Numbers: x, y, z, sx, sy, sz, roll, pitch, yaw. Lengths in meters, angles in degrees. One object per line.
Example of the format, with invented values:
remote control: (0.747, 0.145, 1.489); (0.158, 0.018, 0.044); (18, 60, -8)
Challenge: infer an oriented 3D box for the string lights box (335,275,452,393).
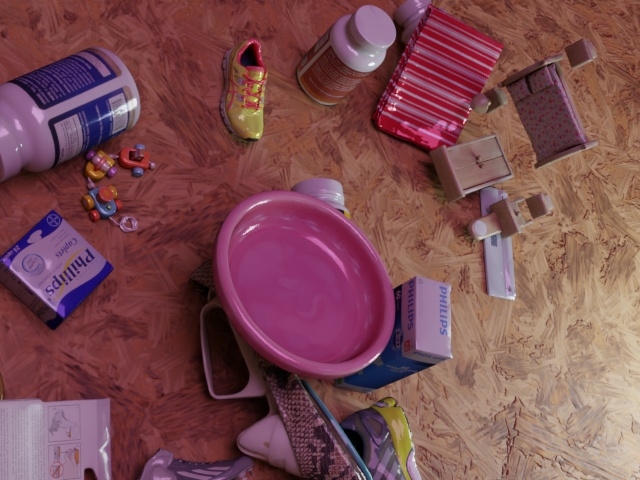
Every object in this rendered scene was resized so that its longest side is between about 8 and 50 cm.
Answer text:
string lights box: (0.124, 0.169, 1.669); (0.076, 0.259, 0.133); (15, 62, -25)

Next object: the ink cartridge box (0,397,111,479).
ink cartridge box: (-0.411, 0.373, 1.349); (0.261, 0.066, 0.296); (11, 73, -55)

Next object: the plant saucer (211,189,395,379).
plant saucer: (-0.034, 0.078, 1.559); (0.332, 0.084, 0.332); (20, 50, -25)

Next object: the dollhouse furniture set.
dollhouse furniture set: (0.409, -0.181, 1.903); (0.173, 0.355, 0.303); (-19, 86, -36)

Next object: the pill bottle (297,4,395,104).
pill bottle: (0.053, -0.365, 1.885); (0.121, 0.216, 0.121); (12, 64, -26)

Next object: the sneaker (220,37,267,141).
sneaker: (-0.138, -0.289, 1.813); (0.081, 0.094, 0.209); (2, 70, -32)

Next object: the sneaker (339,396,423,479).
sneaker: (0.111, 0.428, 1.660); (0.121, 0.111, 0.300); (-10, 69, -23)

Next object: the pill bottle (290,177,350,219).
pill bottle: (0.000, 0.000, 1.755); (0.119, 0.119, 0.209); (7, 66, -29)

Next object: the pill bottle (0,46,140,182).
pill bottle: (-0.438, -0.203, 1.558); (0.264, 0.153, 0.153); (-34, 89, -37)

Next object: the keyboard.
keyboard: (0.377, 0.002, 2.051); (0.072, 0.014, 0.256); (10, 64, -22)

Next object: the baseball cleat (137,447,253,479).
baseball cleat: (-0.202, 0.362, 1.507); (0.205, 0.072, 0.109); (-20, 74, -39)

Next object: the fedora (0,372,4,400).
fedora: (-0.549, 0.216, 1.354); (0.194, 0.079, 0.194); (14, 67, -35)

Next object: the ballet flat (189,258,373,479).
ballet flat: (-0.090, 0.242, 1.596); (0.182, 0.164, 0.483); (-23, 76, -14)

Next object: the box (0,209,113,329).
box: (-0.420, 0.046, 1.511); (0.137, 0.072, 0.126); (44, 55, -8)

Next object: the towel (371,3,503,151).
towel: (0.246, -0.327, 2.008); (0.198, 0.031, 0.275); (23, 97, -21)

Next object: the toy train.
toy train: (-0.342, -0.103, 1.639); (0.125, 0.046, 0.166); (15, 62, -25)

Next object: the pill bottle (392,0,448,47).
pill bottle: (0.250, -0.431, 2.095); (0.117, 0.117, 0.208); (-32, 87, -37)
